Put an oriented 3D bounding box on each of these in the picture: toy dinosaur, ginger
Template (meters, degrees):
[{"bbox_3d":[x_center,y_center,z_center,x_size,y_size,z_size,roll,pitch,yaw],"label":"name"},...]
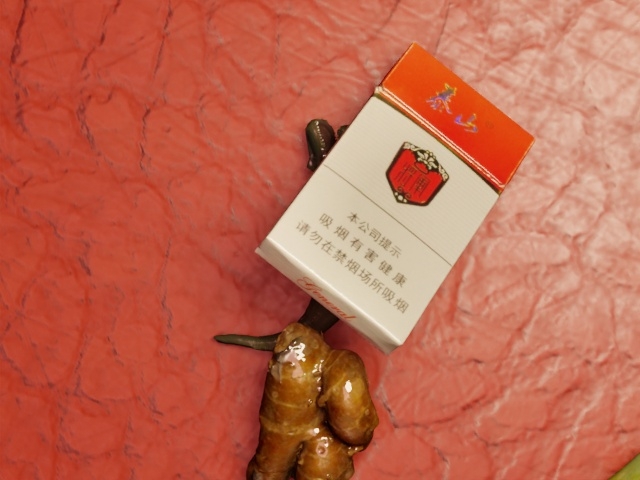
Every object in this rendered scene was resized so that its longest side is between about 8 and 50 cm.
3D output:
[{"bbox_3d":[0.000,0.000,1.472,0.179,0.087,0.187,-15,68,40],"label":"toy dinosaur"},{"bbox_3d":[-0.001,0.151,1.436,0.103,0.073,0.162,21,115,14],"label":"ginger"}]

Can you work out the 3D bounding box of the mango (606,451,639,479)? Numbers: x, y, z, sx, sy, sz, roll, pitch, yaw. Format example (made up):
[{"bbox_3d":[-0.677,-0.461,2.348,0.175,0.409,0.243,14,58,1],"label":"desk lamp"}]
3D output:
[{"bbox_3d":[0.268,0.246,1.413,0.130,0.092,0.194,24,81,7],"label":"mango"}]

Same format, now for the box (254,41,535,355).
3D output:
[{"bbox_3d":[0.065,-0.038,1.388,0.139,0.035,0.245,39,58,-3],"label":"box"}]
